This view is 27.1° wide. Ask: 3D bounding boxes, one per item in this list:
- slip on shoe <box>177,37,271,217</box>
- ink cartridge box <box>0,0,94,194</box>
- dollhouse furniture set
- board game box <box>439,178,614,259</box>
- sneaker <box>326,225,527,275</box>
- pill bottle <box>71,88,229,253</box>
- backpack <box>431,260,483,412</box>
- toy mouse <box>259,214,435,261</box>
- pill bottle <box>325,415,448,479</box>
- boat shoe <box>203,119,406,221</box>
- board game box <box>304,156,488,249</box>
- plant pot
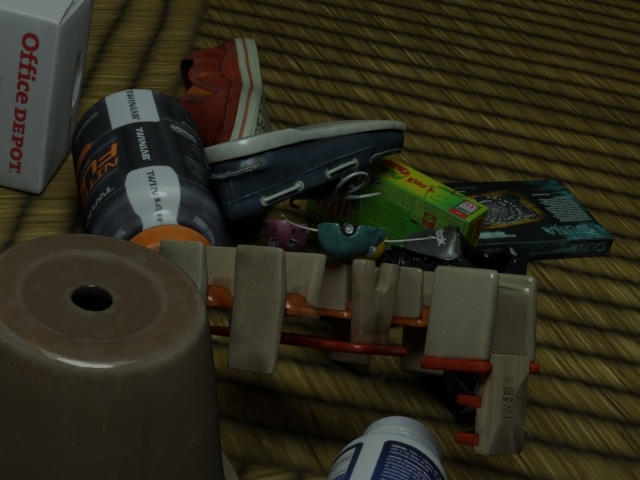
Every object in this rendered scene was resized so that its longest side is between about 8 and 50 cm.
[{"bbox_3d":[-0.105,-0.123,1.439,0.101,0.123,0.331,-9,33,-1],"label":"slip on shoe"},{"bbox_3d":[-0.385,-0.184,1.330,0.278,0.201,0.117,14,32,-1],"label":"ink cartridge box"},{"bbox_3d":[0.033,0.083,1.047,0.259,0.135,0.262,4,-3,33],"label":"dollhouse furniture set"},{"bbox_3d":[0.215,-0.023,1.473,0.186,0.026,0.126,-3,36,-25],"label":"board game box"},{"bbox_3d":[0.092,0.027,1.271,0.234,0.106,0.078,8,31,-9],"label":"sneaker"},{"bbox_3d":[-0.158,-0.031,1.244,0.131,0.130,0.245,2,33,-18],"label":"pill bottle"},{"bbox_3d":[0.144,0.092,1.191,0.084,0.105,0.114,-1,40,-21],"label":"backpack"},{"bbox_3d":[0.000,0.000,1.167,0.161,0.031,0.143,4,-3,26],"label":"toy mouse"},{"bbox_3d":[0.045,0.201,0.984,0.094,0.094,0.169,18,26,7],"label":"pill bottle"},{"bbox_3d":[-0.004,-0.071,1.257,0.095,0.079,0.254,-6,6,37],"label":"boat shoe"},{"bbox_3d":[0.075,-0.029,1.365,0.181,0.092,0.043,29,36,23],"label":"board game box"},{"bbox_3d":[-0.166,0.129,0.899,0.263,0.229,0.263,10,33,-7],"label":"plant pot"}]
